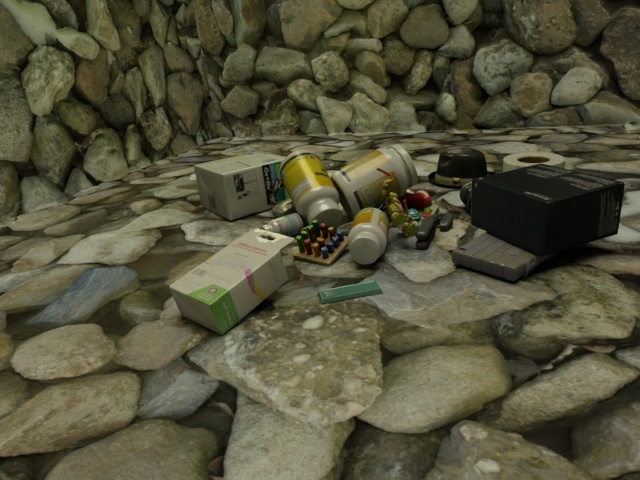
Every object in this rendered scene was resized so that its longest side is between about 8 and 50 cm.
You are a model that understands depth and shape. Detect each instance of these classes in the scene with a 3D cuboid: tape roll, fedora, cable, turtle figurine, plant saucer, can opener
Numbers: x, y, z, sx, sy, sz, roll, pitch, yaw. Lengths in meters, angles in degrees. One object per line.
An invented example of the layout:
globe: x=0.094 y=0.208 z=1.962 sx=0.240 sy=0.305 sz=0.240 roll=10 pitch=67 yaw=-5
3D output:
tape roll: x=0.911 y=-0.270 z=2.073 sx=0.246 sy=0.169 sz=0.246 roll=-6 pitch=23 yaw=2
fedora: x=0.702 y=-0.372 z=2.394 sx=0.334 sy=0.152 sz=0.334 roll=-5 pitch=22 yaw=2
cable: x=-0.160 y=-0.198 z=2.238 sx=0.150 sy=0.184 sz=0.047 roll=21 pitch=-30 yaw=-28
turtle figurine: x=0.270 y=-0.124 z=1.756 sx=0.087 sy=0.269 sz=0.217 roll=-28 pitch=36 yaw=12
plant saucer: x=0.088 y=0.155 z=1.464 sx=0.192 sy=0.018 sz=0.067 roll=-10 pitch=23 yaw=-7
can opener: x=0.430 y=-0.052 z=1.797 sx=0.095 sy=0.076 sz=0.283 roll=4 pitch=26 yaw=24

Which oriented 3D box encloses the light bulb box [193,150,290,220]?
light bulb box: x=-0.372 y=-0.282 z=2.362 sx=0.361 sy=0.225 sz=0.358 roll=-19 pitch=25 yaw=-30

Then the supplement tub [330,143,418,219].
supplement tub: x=0.226 y=-0.250 z=2.034 sx=0.316 sy=0.228 sz=0.228 roll=-28 pitch=26 yaw=-6

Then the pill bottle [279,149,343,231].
pill bottle: x=-0.035 y=-0.203 z=1.996 sx=0.188 sy=0.188 sz=0.334 roll=-14 pitch=55 yaw=-18

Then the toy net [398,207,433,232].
toy net: x=0.372 y=-0.070 z=1.899 sx=0.122 sy=0.045 sz=0.232 roll=3 pitch=26 yaw=22

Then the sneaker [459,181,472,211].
sneaker: x=0.648 y=-0.153 z=1.916 sx=0.127 sy=0.126 sz=0.321 roll=-11 pitch=24 yaw=-26

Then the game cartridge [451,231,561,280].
game cartridge: x=0.630 y=0.026 z=1.582 sx=0.355 sy=0.068 sz=0.230 roll=-23 pitch=31 yaw=-35

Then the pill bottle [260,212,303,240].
pill bottle: x=-0.155 y=-0.049 z=1.925 sx=0.160 sy=0.087 sz=0.087 roll=-19 pitch=26 yaw=-28

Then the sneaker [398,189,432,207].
sneaker: x=0.378 y=-0.163 z=2.096 sx=0.128 sy=0.087 sz=0.221 roll=-23 pitch=15 yaw=-17

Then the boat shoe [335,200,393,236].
boat shoe: x=0.187 y=-0.086 z=1.910 sx=0.319 sy=0.099 sz=0.116 roll=-19 pitch=26 yaw=-28

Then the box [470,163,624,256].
box: x=0.730 y=-0.116 z=1.593 sx=0.312 sy=0.179 sz=0.343 roll=-13 pitch=23 yaw=-18

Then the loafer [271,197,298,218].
loafer: x=-0.069 y=-0.170 z=2.165 sx=0.319 sy=0.112 sz=0.111 roll=-21 pitch=35 yaw=-30

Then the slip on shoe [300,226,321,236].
slip on shoe: x=-0.028 y=-0.016 z=1.871 sx=0.135 sy=0.051 sz=0.041 roll=16 pitch=42 yaw=31

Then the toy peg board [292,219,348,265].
toy peg board: x=0.000 y=0.000 z=1.729 sx=0.160 sy=0.079 sz=0.161 roll=12 pitch=42 yaw=33

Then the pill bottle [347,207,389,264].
pill bottle: x=0.167 y=-0.013 z=1.690 sx=0.136 sy=0.136 sz=0.246 roll=-1 pitch=23 yaw=12

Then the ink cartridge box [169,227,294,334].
ink cartridge box: x=-0.246 y=0.109 z=1.460 sx=0.207 sy=0.119 sz=0.353 roll=14 pitch=40 yaw=39
